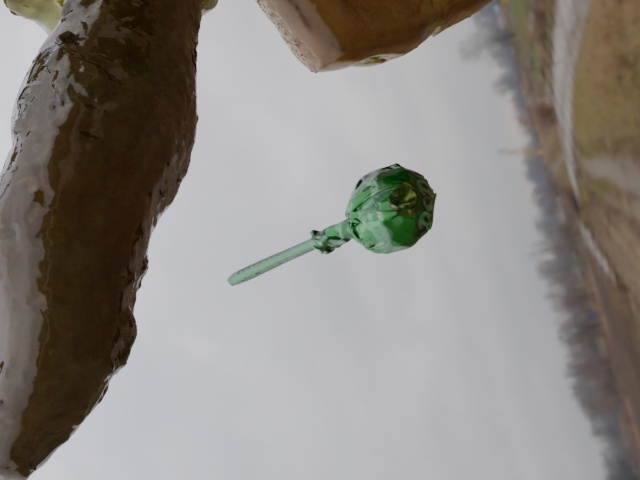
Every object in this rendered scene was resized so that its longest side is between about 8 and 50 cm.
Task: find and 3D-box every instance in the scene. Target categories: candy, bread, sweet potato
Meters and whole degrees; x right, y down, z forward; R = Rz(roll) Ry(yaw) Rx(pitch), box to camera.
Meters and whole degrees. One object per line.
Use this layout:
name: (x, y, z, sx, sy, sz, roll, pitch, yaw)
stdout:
candy: (0.000, 0.002, 1.392, 0.097, 0.323, 0.097, 20, -121, -37)
bread: (0.026, -0.355, 1.327, 0.337, 0.328, 0.148, 58, 150, -7)
sweet potato: (-0.072, -0.050, 0.420, 0.067, 0.067, 0.273, 58, -146, -56)

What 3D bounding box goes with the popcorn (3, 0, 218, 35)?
popcorn: (-0.189, -0.276, 1.115, 0.266, 0.192, 0.233, 5, -122, -47)
